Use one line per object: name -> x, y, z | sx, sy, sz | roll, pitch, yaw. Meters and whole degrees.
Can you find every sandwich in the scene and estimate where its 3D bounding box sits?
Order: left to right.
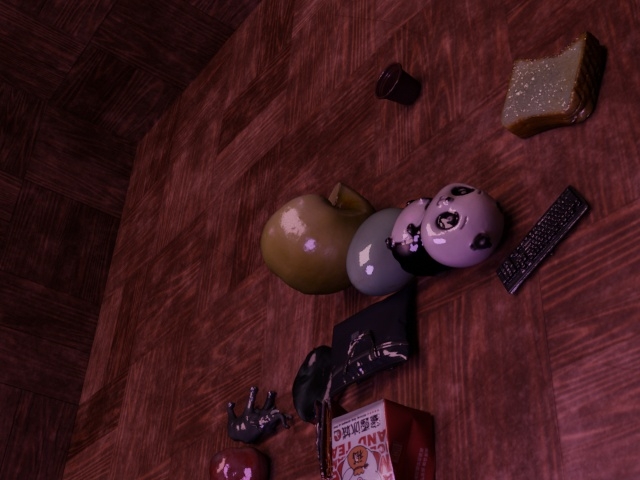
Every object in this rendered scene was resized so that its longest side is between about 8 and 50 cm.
sandwich -> 0.475, -0.315, 1.715 | 0.214, 0.065, 0.186 | -6, 64, 59

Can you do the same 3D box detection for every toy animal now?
toy animal -> -0.160, 0.457, 2.184 | 0.269, 0.082, 0.137 | -28, 48, 43
toy animal -> 0.270, -0.022, 1.729 | 0.235, 0.165, 0.187 | -24, 31, 55

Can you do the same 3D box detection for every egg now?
egg -> 0.151, 0.026, 1.878 | 0.168, 0.168, 0.231 | -14, 35, 56

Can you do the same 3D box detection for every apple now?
apple -> 0.018, 0.011, 2.048 | 0.233, 0.295, 0.258 | 39, 119, 23

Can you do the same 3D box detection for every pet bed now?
pet bed -> -0.004, 0.350, 2.027 | 0.201, 0.053, 0.201 | -38, 39, 40

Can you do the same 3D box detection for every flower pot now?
flower pot -> 0.212, -0.408, 2.215 | 0.111, 0.089, 0.111 | -41, 35, 38

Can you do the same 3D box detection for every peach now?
peach -> -0.209, 0.597, 2.101 | 0.152, 0.152, 0.152 | -40, 37, 39

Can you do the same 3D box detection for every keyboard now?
keyboard -> 0.424, 0.000, 1.599 | 0.230, 0.025, 0.094 | -54, 27, 21

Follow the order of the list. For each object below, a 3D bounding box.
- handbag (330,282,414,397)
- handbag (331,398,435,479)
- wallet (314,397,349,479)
handbag -> 0.115, 0.230, 1.878 | 0.254, 0.088, 0.211 | -34, 32, 35
handbag -> 0.124, 0.475, 1.609 | 0.171, 0.151, 0.298 | -31, 46, 39
wallet -> 0.048, 0.445, 1.751 | 0.042, 0.161, 0.195 | -24, 46, 23
